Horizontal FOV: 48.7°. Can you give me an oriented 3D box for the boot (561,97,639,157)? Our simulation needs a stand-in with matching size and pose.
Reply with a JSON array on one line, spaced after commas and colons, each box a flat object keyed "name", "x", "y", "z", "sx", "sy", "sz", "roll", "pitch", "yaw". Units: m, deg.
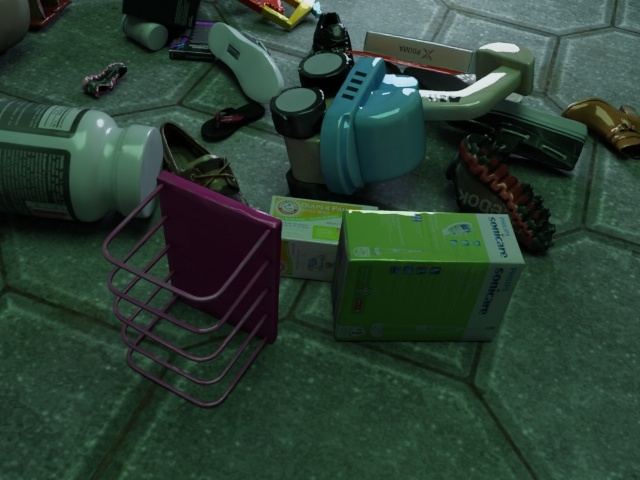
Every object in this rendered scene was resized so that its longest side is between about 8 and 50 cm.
[{"name": "boot", "x": 0.682, "y": -0.262, "z": 1.670, "sx": 0.197, "sy": 0.073, "sz": 0.152, "roll": 0, "pitch": 50, "yaw": -3}]

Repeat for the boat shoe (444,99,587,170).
[{"name": "boat shoe", "x": 0.422, "y": -0.235, "z": 1.569, "sx": 0.335, "sy": 0.121, "sz": 0.119, "roll": 14, "pitch": 84, "yaw": 6}]

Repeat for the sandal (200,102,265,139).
[{"name": "sandal", "x": -0.200, "y": -0.280, "z": 1.595, "sx": 0.067, "sy": 0.040, "sz": 0.179, "roll": 36, "pitch": 52, "yaw": 25}]

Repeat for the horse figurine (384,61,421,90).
[{"name": "horse figurine", "x": 0.145, "y": -0.382, "z": 1.687, "sx": 0.174, "sy": 0.066, "sz": 0.263, "roll": 48, "pitch": 36, "yaw": 12}]

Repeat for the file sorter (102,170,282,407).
[{"name": "file sorter", "x": -0.193, "y": 0.087, "z": 1.068, "sx": 0.202, "sy": 0.291, "sz": 0.182, "roll": 23, "pitch": 50, "yaw": 15}]

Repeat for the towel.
[{"name": "towel", "x": 0.358, "y": -0.379, "z": 1.757, "sx": 0.187, "sy": 0.049, "sz": 0.282, "roll": -25, "pitch": 53, "yaw": -28}]

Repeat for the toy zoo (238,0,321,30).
[{"name": "toy zoo", "x": -0.127, "y": -0.696, "z": 1.947, "sx": 0.293, "sy": 0.030, "sz": 0.192, "roll": 31, "pitch": 63, "yaw": -1}]

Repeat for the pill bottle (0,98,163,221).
[{"name": "pill bottle", "x": -0.492, "y": -0.145, "z": 1.310, "sx": 0.362, "sy": 0.210, "sz": 0.210, "roll": 7, "pitch": 45, "yaw": -1}]

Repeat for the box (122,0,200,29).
[{"name": "box", "x": -0.401, "y": -0.650, "z": 1.833, "sx": 0.184, "sy": 0.103, "sz": 0.261, "roll": 13, "pitch": 31, "yaw": -14}]

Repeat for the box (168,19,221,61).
[{"name": "box", "x": -0.321, "y": -0.517, "z": 1.820, "sx": 0.116, "sy": 0.029, "sz": 0.162, "roll": 3, "pitch": 44, "yaw": -3}]

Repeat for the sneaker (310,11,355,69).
[{"name": "sneaker", "x": 0.031, "y": -0.460, "z": 1.741, "sx": 0.107, "sy": 0.124, "sz": 0.283, "roll": -7, "pitch": 47, "yaw": -13}]

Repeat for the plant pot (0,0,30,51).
[{"name": "plant pot", "x": -0.838, "y": -0.526, "z": 1.602, "sx": 0.323, "sy": 0.323, "sz": 0.280, "roll": 29, "pitch": 33, "yaw": 20}]

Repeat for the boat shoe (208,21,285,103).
[{"name": "boat shoe", "x": -0.158, "y": -0.426, "z": 1.707, "sx": 0.102, "sy": 0.108, "sz": 0.301, "roll": -2, "pitch": 38, "yaw": -45}]

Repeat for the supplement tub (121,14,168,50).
[{"name": "supplement tub", "x": -0.447, "y": -0.535, "z": 1.792, "sx": 0.107, "sy": 0.071, "sz": 0.071, "roll": 33, "pitch": 51, "yaw": 23}]

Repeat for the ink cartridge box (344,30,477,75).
[{"name": "ink cartridge box", "x": 0.228, "y": -0.447, "z": 1.677, "sx": 0.275, "sy": 0.060, "sz": 0.239, "roll": 18, "pitch": 19, "yaw": 23}]

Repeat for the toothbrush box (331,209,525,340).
[{"name": "toothbrush box", "x": 0.169, "y": 0.064, "z": 1.192, "sx": 0.283, "sy": 0.206, "sz": 0.122, "roll": 2, "pitch": 45, "yaw": -5}]

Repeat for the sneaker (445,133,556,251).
[{"name": "sneaker", "x": 0.356, "y": -0.079, "z": 1.434, "sx": 0.097, "sy": 0.135, "sz": 0.276, "roll": -30, "pitch": 79, "yaw": -45}]

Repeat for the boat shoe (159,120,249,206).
[{"name": "boat shoe", "x": -0.225, "y": -0.112, "z": 1.370, "sx": 0.123, "sy": 0.123, "sz": 0.342, "roll": -21, "pitch": 52, "yaw": -25}]

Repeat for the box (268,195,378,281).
[{"name": "box", "x": 0.000, "y": 0.000, "z": 1.303, "sx": 0.203, "sy": 0.103, "sz": 0.114, "roll": 6, "pitch": 46, "yaw": -2}]

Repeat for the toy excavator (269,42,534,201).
[{"name": "toy excavator", "x": 0.179, "y": -0.258, "z": 1.430, "sx": 0.444, "sy": 0.222, "sz": 0.433, "roll": 9, "pitch": 46, "yaw": 20}]

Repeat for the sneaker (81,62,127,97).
[{"name": "sneaker", "x": -0.494, "y": -0.371, "z": 1.649, "sx": 0.057, "sy": 0.047, "sz": 0.119, "roll": 40, "pitch": 61, "yaw": 19}]

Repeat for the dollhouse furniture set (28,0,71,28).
[{"name": "dollhouse furniture set", "x": -0.864, "y": -0.682, "z": 1.805, "sx": 0.373, "sy": 0.201, "sz": 0.152, "roll": 9, "pitch": 45, "yaw": 11}]
